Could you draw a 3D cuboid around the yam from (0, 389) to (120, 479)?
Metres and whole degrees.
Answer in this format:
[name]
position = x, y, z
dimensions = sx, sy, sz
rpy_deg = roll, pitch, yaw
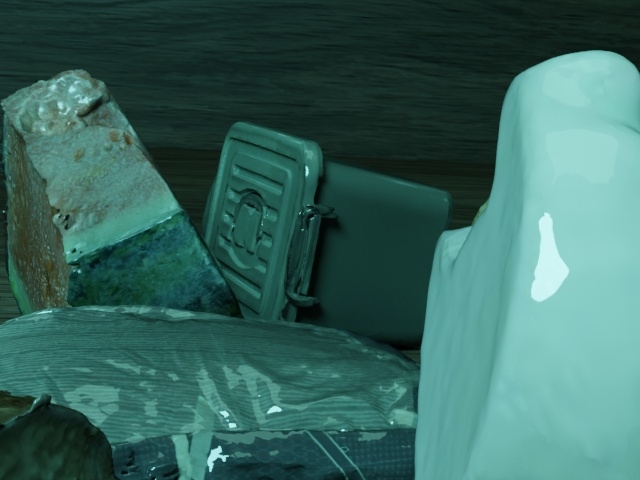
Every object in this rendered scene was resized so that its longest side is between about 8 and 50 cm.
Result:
[yam]
position = -0.215, 0.096, 0.495
dimensions = 0.280, 0.131, 0.131
rpy_deg = 7, 10, 18

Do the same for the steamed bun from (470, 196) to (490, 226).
[steamed bun]
position = 0.182, 0.016, 1.092
dimensions = 0.141, 0.172, 0.155
rpy_deg = 10, -16, -43

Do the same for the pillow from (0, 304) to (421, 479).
[pillow]
position = -0.062, 0.094, 0.660
dimensions = 0.335, 0.092, 0.161
rpy_deg = 1, 22, -22

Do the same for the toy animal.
[toy animal]
position = 0.223, 0.070, 0.580
dimensions = 0.368, 0.241, 0.196
rpy_deg = 3, -29, -13

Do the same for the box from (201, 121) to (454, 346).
[box]
position = 0.000, 0.000, 1.105
dimensions = 0.135, 0.163, 0.243
rpy_deg = 9, 5, -20

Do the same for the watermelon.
[watermelon]
position = -0.153, -0.004, 0.915
dimensions = 0.148, 0.226, 0.318
rpy_deg = -25, 1, -6
